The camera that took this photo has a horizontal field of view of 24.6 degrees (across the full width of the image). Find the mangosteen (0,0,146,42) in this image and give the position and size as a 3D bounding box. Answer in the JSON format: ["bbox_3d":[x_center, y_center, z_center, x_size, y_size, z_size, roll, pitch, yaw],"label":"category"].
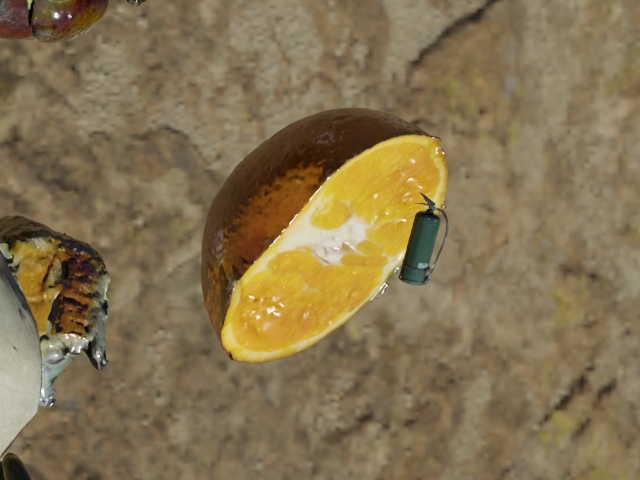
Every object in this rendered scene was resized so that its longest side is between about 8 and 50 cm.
[{"bbox_3d":[-0.275,-0.312,1.508,0.231,0.289,0.231,-49,147,-48],"label":"mangosteen"}]

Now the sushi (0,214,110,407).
[{"bbox_3d":[-0.316,0.072,1.520,0.139,0.274,0.184,22,77,-25],"label":"sushi"}]

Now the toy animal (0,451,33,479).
[{"bbox_3d":[-0.370,0.352,1.672,0.181,0.180,0.363,-45,176,-14],"label":"toy animal"}]

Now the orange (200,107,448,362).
[{"bbox_3d":[-0.004,-0.001,1.670,0.274,0.274,0.310,11,91,-56],"label":"orange"}]

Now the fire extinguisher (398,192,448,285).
[{"bbox_3d":[0.096,0.000,1.350,0.025,0.038,0.083,-30,135,-69],"label":"fire extinguisher"}]

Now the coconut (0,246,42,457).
[{"bbox_3d":[-0.352,0.080,1.040,0.309,0.297,0.297,11,80,-18],"label":"coconut"}]
